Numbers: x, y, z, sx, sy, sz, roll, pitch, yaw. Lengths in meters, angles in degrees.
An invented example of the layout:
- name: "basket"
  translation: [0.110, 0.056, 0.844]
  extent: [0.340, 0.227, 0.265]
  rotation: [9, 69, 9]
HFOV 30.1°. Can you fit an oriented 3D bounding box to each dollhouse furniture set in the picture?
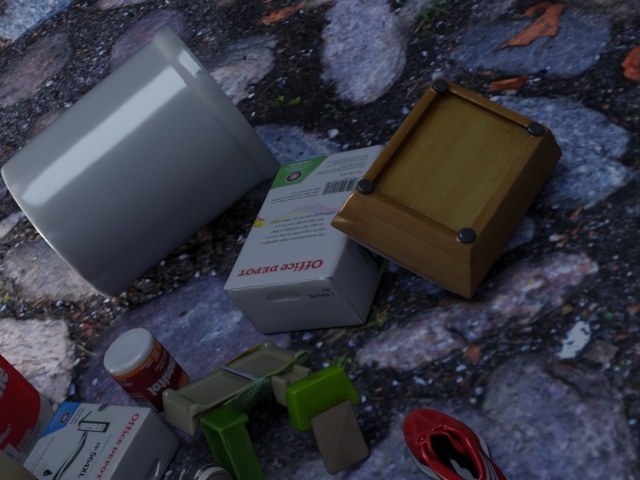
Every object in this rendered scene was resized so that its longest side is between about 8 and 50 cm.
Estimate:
- name: "dollhouse furniture set"
  translation: [-0.077, 0.260, 1.651]
  extent: [0.197, 0.151, 0.301]
  rotation: [-25, 12, -21]

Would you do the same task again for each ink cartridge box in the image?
- name: "ink cartridge box"
  translation: [-0.329, 0.324, 1.770]
  extent: [0.203, 0.086, 0.148]
  rotation: [-4, 45, 39]
- name: "ink cartridge box"
  translation: [0.000, 0.000, 1.844]
  extent: [0.201, 0.117, 0.278]
  rotation: [-9, 43, 34]

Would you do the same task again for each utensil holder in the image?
- name: "utensil holder"
  translation: [-0.316, -0.134, 2.101]
  extent: [0.385, 0.328, 0.327]
  rotation: [-38, 34, 0]

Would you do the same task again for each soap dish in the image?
- name: "soap dish"
  translation: [0.186, -0.088, 1.709]
  extent: [0.229, 0.118, 0.291]
  rotation: [28, 63, 16]

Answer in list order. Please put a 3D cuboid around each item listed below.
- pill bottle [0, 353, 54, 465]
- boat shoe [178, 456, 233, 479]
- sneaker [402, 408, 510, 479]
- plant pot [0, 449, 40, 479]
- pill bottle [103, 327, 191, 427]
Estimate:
- name: "pill bottle"
  translation: [-0.622, 0.221, 1.858]
  extent: [0.229, 0.408, 0.229]
  rotation: [-23, 36, 18]
- name: "boat shoe"
  translation: [-0.167, 0.374, 1.521]
  extent: [0.065, 0.075, 0.206]
  rotation: [26, 104, 46]
- name: "sneaker"
  translation: [0.151, 0.239, 1.419]
  extent: [0.087, 0.128, 0.221]
  rotation: [-41, 36, -10]
- name: "plant pot"
  translation: [-0.534, 0.403, 1.670]
  extent: [0.284, 0.284, 0.191]
  rotation: [-3, 45, 39]
- name: "pill bottle"
  translation: [-0.248, 0.208, 1.778]
  extent: [0.086, 0.152, 0.086]
  rotation: [-23, 36, 18]
